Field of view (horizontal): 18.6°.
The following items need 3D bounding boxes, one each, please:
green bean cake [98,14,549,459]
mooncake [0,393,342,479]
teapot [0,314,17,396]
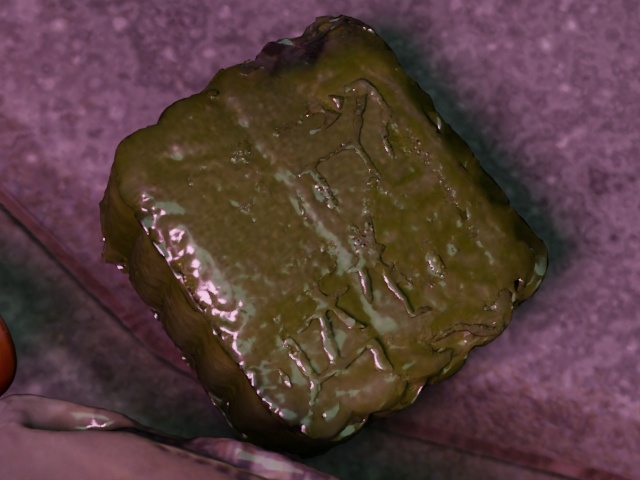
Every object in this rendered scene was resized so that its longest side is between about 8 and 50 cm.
[{"bbox_3d":[0.000,0.000,1.110,0.200,0.113,0.214,-32,83,-22],"label":"green bean cake"},{"bbox_3d":[-0.092,0.186,0.962,0.250,0.254,0.136,16,59,-4],"label":"mooncake"},{"bbox_3d":[-0.245,0.042,0.985,0.178,0.252,0.135,-38,114,-41],"label":"teapot"}]
